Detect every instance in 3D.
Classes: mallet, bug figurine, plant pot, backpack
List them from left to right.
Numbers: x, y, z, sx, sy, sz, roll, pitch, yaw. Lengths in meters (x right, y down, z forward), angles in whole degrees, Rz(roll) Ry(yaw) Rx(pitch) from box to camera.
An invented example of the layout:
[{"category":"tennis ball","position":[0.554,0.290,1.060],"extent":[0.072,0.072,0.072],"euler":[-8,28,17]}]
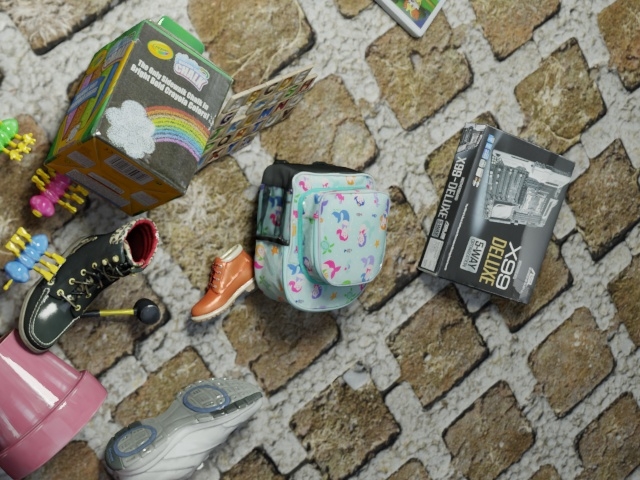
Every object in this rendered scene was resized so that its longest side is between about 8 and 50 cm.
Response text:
[{"category":"bug figurine","position":[-0.499,-0.069,1.771],"extent":[0.279,0.072,0.216],"euler":[44,71,-16]},{"category":"plant pot","position":[-0.471,0.247,1.801],"extent":[0.201,0.201,0.180],"euler":[-43,101,-14]},{"category":"mallet","position":[-0.367,0.120,1.915],"extent":[0.190,0.062,0.039],"euler":[0,99,-13]},{"category":"backpack","position":[0.000,0.000,1.994],"extent":[0.225,0.191,0.253],"euler":[-1,106,-43]}]

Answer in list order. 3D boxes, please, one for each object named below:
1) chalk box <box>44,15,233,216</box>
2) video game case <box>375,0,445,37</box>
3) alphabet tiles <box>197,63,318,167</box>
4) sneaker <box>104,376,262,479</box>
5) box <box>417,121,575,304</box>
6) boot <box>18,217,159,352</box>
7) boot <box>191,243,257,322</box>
[{"category":"chalk box","position":[-0.274,-0.215,1.789],"extent":[0.180,0.179,0.289],"euler":[34,60,-27]},{"category":"video game case","position":[0.148,-0.585,2.044],"extent":[0.329,0.036,0.300],"euler":[38,81,-29]},{"category":"alphabet tiles","position":[-0.106,-0.210,1.902],"extent":[0.237,0.198,0.009],"euler":[-29,75,-43]},{"category":"sneaker","position":[-0.233,0.345,2.002],"extent":[0.297,0.111,0.129],"euler":[-27,127,-17]},{"category":"box","position":[0.348,-0.050,2.230],"extent":[0.242,0.076,0.307],"euler":[19,91,-30]},{"category":"boot","position":[-0.362,0.063,1.774],"extent":[0.085,0.179,0.236],"euler":[48,46,-24]},{"category":"boot","position":[-0.179,0.075,1.992],"extent":[0.158,0.059,0.084],"euler":[-41,113,-24]}]
